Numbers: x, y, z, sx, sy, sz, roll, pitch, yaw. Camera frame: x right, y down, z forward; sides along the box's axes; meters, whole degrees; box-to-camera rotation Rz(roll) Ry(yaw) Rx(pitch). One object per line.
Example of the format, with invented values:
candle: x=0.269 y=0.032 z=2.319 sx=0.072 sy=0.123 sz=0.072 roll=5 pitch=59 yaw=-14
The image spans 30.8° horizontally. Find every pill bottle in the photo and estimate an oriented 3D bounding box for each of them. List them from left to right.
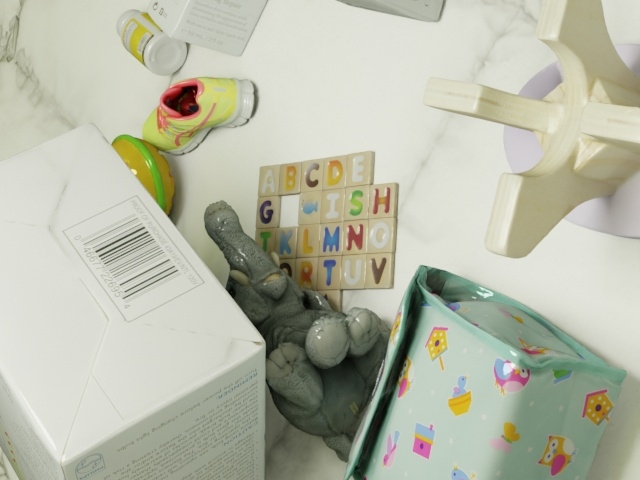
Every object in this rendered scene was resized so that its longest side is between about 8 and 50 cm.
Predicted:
pill bottle: x=-0.240 y=-0.282 z=1.630 sx=0.116 sy=0.065 sz=0.065 roll=43 pitch=114 yaw=42

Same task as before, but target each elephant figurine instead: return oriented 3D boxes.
elephant figurine: x=-0.045 y=0.097 z=1.288 sx=0.239 sy=0.169 sz=0.186 roll=30 pitch=90 yaw=39

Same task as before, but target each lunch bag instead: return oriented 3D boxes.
lunch bag: x=0.127 y=0.160 z=1.090 sx=0.262 sy=0.160 sz=0.223 roll=36 pitch=112 yaw=56

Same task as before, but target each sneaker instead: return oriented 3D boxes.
sneaker: x=-0.182 y=-0.173 z=1.526 sx=0.209 sy=0.094 sz=0.081 roll=-21 pitch=70 yaw=45

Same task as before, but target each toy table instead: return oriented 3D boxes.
toy table: x=0.234 y=-0.101 z=1.017 sx=0.274 sy=0.161 sz=0.252 roll=0 pitch=83 yaw=48

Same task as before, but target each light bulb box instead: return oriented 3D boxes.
light bulb box: x=-0.241 y=0.141 z=1.252 sx=0.358 sy=0.225 sz=0.361 roll=50 pitch=154 yaw=29

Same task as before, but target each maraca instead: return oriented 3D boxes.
maraca: x=-0.250 y=-0.056 z=1.581 sx=0.127 sy=0.099 sz=0.185 roll=33 pitch=131 yaw=42

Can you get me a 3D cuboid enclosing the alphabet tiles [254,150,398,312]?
alphabet tiles: x=0.000 y=0.000 z=1.361 sx=0.237 sy=0.009 sz=0.198 roll=-4 pitch=79 yaw=47

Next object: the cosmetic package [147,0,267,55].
cosmetic package: x=-0.114 y=-0.361 z=1.472 sx=0.085 sy=0.117 sz=0.231 roll=48 pitch=118 yaw=40

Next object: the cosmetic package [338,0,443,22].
cosmetic package: x=-0.028 y=-0.381 z=1.183 sx=0.156 sy=0.385 sz=0.217 roll=24 pitch=101 yaw=47
